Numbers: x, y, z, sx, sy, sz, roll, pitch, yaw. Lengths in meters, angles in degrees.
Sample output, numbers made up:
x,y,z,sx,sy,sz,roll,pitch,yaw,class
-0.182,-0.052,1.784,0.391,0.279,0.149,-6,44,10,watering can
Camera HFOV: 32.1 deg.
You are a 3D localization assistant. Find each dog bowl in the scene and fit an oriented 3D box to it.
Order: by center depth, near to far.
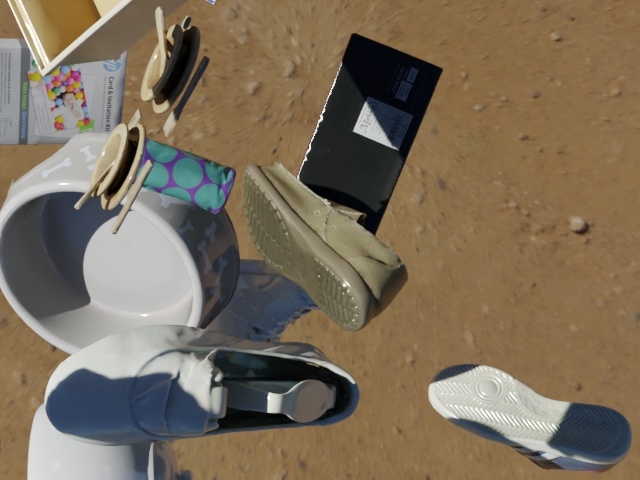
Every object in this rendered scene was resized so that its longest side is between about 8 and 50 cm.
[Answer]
x,y,z,sx,sy,sz,roll,pitch,yaw,class
-0.290,0.028,1.524,0.349,0.102,0.348,8,124,12,dog bowl

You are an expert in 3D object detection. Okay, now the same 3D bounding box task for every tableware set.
x,y,z,sx,sy,sz,roll,pitch,yaw,class
-0.170,-0.117,1.021,0.039,0.128,0.194,22,110,-26,tableware set

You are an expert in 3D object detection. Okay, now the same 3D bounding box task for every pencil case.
x,y,z,sx,sy,sz,roll,pitch,yaw,class
-0.184,-0.083,1.388,0.152,0.070,0.064,19,69,-20,pencil case

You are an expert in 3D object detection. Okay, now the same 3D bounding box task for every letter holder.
x,y,z,sx,sy,sz,roll,pitch,yaw,class
0.074,-0.162,1.804,0.152,0.214,0.301,23,98,4,letter holder

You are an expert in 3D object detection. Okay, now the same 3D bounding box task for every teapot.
x,y,z,sx,sy,sz,roll,pitch,yaw,class
-0.250,0.301,1.376,0.187,0.252,0.256,-4,69,-5,teapot

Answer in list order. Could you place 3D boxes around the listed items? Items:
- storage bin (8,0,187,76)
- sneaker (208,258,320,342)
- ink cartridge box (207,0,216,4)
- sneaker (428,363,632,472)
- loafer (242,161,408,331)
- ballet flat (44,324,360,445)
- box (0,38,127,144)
x,y,z,sx,sy,sz,roll,pitch,yaw,class
-0.245,-0.365,1.241,0.262,0.123,0.260,-29,85,37,storage bin
-0.053,0.113,1.674,0.293,0.108,0.169,0,85,39,sneaker
-0.175,-0.475,1.587,0.045,0.223,0.224,-8,122,-42,ink cartridge box
0.353,0.326,1.928,0.350,0.148,0.131,19,61,13,sneaker
0.000,0.000,0.677,0.050,0.148,0.056,-18,136,-27,loafer
-0.113,0.171,1.282,0.400,0.139,0.139,4,101,-41,ballet flat
-0.362,-0.201,1.509,0.186,0.038,0.145,-3,123,-24,box
